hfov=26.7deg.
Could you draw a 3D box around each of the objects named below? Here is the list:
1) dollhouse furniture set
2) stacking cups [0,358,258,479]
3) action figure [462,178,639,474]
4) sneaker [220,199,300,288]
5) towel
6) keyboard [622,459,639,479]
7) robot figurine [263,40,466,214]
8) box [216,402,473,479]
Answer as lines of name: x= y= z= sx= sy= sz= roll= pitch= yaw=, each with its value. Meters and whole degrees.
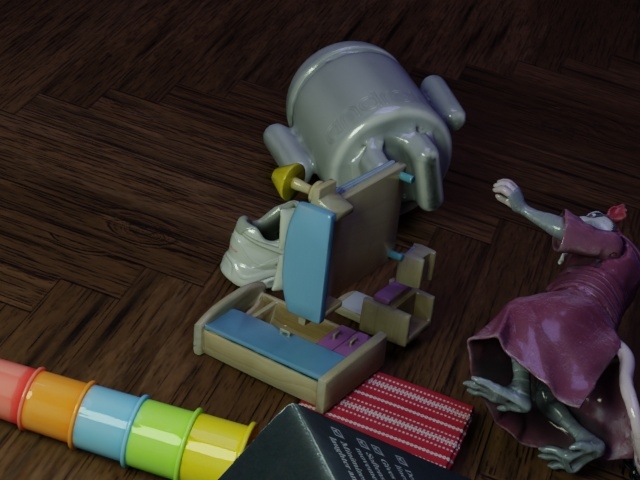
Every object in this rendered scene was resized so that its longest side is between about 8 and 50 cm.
dollhouse furniture set: x=0.000 y=0.000 z=1.638 sx=0.198 sy=0.303 sz=0.286 roll=23 pitch=33 yaw=27
stacking cups: x=-0.230 y=0.198 z=1.475 sx=0.316 sy=0.096 sz=0.096 roll=17 pitch=33 yaw=6
action figure: x=0.327 y=0.079 z=1.661 sx=0.275 sy=0.248 sz=0.370 roll=9 pitch=48 yaw=33
sneaker: x=-0.018 y=-0.002 z=1.826 sx=0.232 sy=0.115 sz=0.090 roll=-9 pitch=39 yaw=-29
towel: x=0.054 y=0.243 z=1.568 sx=0.199 sy=0.031 sz=0.275 roll=19 pitch=32 yaw=13
keyboard: x=0.409 y=0.265 z=1.602 sx=0.023 sy=0.108 sz=0.180 roll=45 pitch=36 yaw=-32
robot figurine: x=0.069 y=-0.170 z=2.028 sx=0.300 sy=0.200 sz=0.353 roll=-17 pitch=40 yaw=-13
box: x=0.094 y=0.353 z=1.105 sx=0.395 sy=0.212 sz=0.293 roll=29 pitch=20 yaw=-38
